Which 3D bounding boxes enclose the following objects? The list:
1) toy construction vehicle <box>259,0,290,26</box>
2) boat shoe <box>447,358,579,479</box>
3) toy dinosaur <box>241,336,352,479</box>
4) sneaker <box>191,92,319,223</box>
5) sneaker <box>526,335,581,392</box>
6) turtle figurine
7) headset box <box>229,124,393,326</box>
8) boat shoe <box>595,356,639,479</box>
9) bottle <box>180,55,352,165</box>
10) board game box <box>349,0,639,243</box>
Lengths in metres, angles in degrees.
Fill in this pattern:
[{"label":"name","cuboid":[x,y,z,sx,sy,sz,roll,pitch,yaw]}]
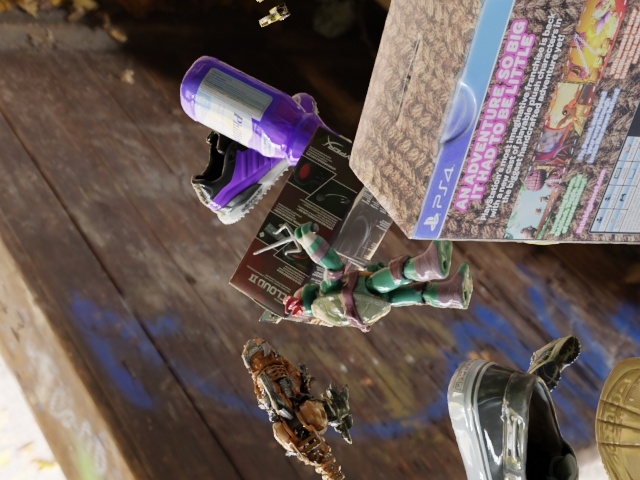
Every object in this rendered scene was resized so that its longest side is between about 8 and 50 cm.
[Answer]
[{"label":"toy construction vehicle","cuboid":[-0.096,-0.431,1.912,0.035,0.098,0.086,-29,100,-27]},{"label":"boat shoe","cuboid":[0.254,0.287,1.306,0.121,0.119,0.335,-52,131,-32]},{"label":"toy dinosaur","cuboid":[-0.041,0.328,1.927,0.164,0.322,0.218,-15,161,12]},{"label":"sneaker","cuboid":[-0.131,-0.181,2.006,0.146,0.102,0.293,41,86,-32]},{"label":"sneaker","cuboid":[0.371,0.209,1.767,0.135,0.058,0.052,-39,109,-22]},{"label":"turtle figurine","cuboid":[0.049,0.046,1.243,0.234,0.118,0.175,-5,165,25]},{"label":"headset box","cuboid":[0.000,0.000,1.592,0.293,0.110,0.218,-60,160,4]},{"label":"boat shoe","cuboid":[0.396,0.258,1.272,0.096,0.098,0.277,-20,112,-38]},{"label":"bottle","cuboid":[-0.087,-0.192,1.712,0.092,0.282,0.118,-57,168,-23]},{"label":"board game box","cuboid":[0.204,-0.131,0.947,0.291,0.141,0.232,1,120,-25]}]
